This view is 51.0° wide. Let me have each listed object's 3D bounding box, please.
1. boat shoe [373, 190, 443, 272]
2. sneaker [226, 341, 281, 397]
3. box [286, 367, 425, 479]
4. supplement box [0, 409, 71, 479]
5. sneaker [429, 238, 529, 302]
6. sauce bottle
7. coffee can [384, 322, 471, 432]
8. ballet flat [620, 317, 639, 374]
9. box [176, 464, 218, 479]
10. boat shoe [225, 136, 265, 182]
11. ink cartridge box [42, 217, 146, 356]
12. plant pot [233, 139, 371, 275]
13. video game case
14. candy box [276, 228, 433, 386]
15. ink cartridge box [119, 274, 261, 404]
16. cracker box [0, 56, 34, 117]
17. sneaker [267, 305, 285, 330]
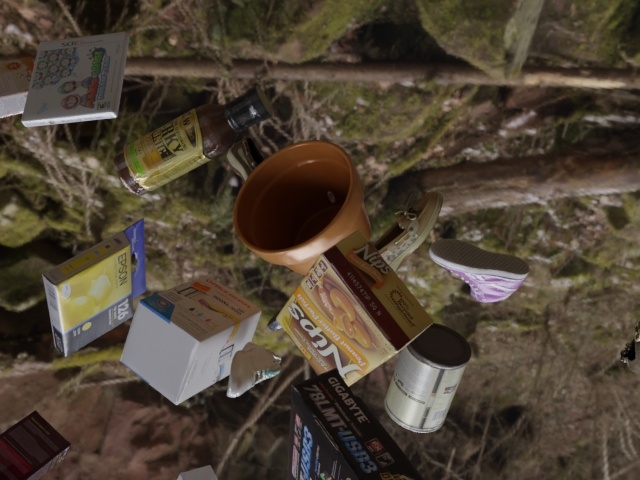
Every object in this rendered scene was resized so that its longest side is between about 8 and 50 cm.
[{"bbox_3d":[0.200,-0.015,1.690,0.089,0.285,0.104,33,-165,-11],"label":"boat shoe"},{"bbox_3d":[-0.131,0.266,1.390,0.094,0.080,0.212,13,-167,6],"label":"sneaker"},{"bbox_3d":[0.054,0.350,0.761,0.073,0.295,0.293,-13,-143,-25],"label":"box"},{"bbox_3d":[-0.723,0.521,1.565,0.130,0.073,0.239,39,-145,11],"label":"supplement box"},{"bbox_3d":[0.416,0.099,1.860,0.282,0.161,0.102,17,-136,-5],"label":"sneaker"},{"bbox_3d":[-0.261,-0.211,1.384,0.344,0.111,0.111,-27,168,12],"label":"sauce bottle"},{"bbox_3d":[0.326,0.421,2.071,0.201,0.275,0.201,10,-151,-6],"label":"coffee can"},{"bbox_3d":[0.572,0.187,1.202,0.058,0.084,0.250,19,166,28],"label":"ballet flat"},{"bbox_3d":[-0.316,0.681,1.702,0.091,0.170,0.130,-2,-139,-41],"label":"box"},{"bbox_3d":[-0.146,-0.166,1.739,0.257,0.095,0.095,50,-161,16],"label":"boat shoe"},{"bbox_3d":[-0.574,0.128,1.787,0.072,0.303,0.307,38,-131,24],"label":"ink cartridge box"},{"bbox_3d":[-0.019,-0.047,1.483,0.291,0.291,0.203,17,159,37],"label":"plant pot"},{"bbox_3d":[-0.366,-0.244,1.009,0.143,0.157,0.019,-5,153,7],"label":"video game case"},{"bbox_3d":[0.042,0.132,1.115,0.183,0.087,0.316,52,152,10],"label":"candy box"},{"bbox_3d":[-0.276,0.207,1.464,0.171,0.168,0.233,30,-157,20],"label":"ink cartridge box"},{"bbox_3d":[-0.834,-0.380,1.712,0.232,0.067,0.156,-18,-128,-20],"label":"cracker box"},{"bbox_3d":[-0.018,0.225,2.105,0.131,0.319,0.112,54,-160,-11],"label":"sneaker"}]
